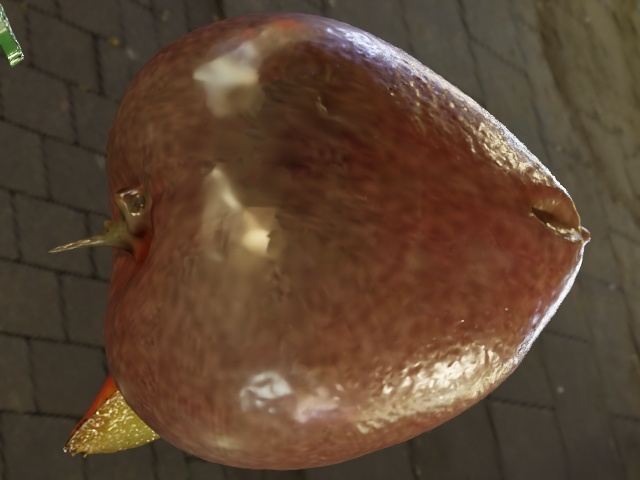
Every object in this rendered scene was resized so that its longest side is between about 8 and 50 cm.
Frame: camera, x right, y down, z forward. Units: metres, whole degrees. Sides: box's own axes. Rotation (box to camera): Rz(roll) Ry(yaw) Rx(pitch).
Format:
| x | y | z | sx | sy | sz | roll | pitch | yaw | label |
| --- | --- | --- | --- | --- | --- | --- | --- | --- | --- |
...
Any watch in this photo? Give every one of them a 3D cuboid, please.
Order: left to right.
| x | y | z | sx | sy | sz | roll | pitch | yaw | label |
| --- | --- | --- | --- | --- | --- | --- | --- | --- | --- |
| -0.547 | -0.314 | 2.016 | 0.131 | 0.152 | 0.165 | 49 | -18 | 43 | watch |

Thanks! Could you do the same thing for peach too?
| x | y | z | sx | sy | sz | roll | pitch | yaw | label |
| --- | --- | --- | --- | --- | --- | --- | --- | --- | --- |
| -0.219 | 0.191 | 1.737 | 0.068 | 0.279 | 0.189 | 50 | -29 | 34 | peach |

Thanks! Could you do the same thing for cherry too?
| x | y | z | sx | sy | sz | roll | pitch | yaw | label |
| --- | --- | --- | --- | --- | --- | --- | --- | --- | --- |
| 0.000 | 0.000 | 0.768 | 0.221 | 0.308 | 0.261 | 114 | -25 | -71 | cherry |
